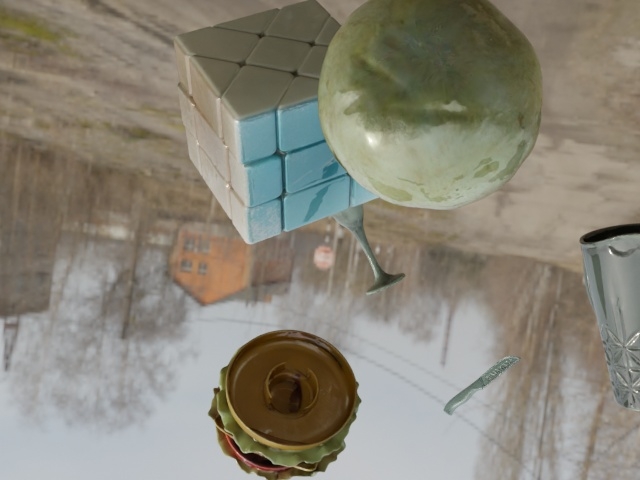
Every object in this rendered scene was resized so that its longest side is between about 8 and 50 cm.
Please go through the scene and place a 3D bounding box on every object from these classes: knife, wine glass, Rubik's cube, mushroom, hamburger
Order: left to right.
[{"bbox_3d":[-0.077,-0.240,1.831,0.322,0.315,0.318,-20,-132,-20],"label":"Rubik's cube"},{"bbox_3d":[-0.070,0.314,1.734,0.275,0.274,0.212,7,146,-10],"label":"hamburger"},{"bbox_3d":[0.000,0.000,2.045,0.264,0.309,0.096,-27,-175,5],"label":"wine glass"},{"bbox_3d":[0.163,-0.216,1.410,0.352,0.352,0.260,8,178,15],"label":"mushroom"},{"bbox_3d":[0.326,0.292,1.888,0.015,0.210,0.028,20,-145,-40],"label":"knife"}]

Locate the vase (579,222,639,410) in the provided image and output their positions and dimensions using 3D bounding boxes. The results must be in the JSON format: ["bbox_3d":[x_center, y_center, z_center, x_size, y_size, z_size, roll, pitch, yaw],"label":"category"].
[{"bbox_3d":[0.501,0.112,1.483,0.156,0.300,0.251,-13,-168,-14],"label":"vase"}]
